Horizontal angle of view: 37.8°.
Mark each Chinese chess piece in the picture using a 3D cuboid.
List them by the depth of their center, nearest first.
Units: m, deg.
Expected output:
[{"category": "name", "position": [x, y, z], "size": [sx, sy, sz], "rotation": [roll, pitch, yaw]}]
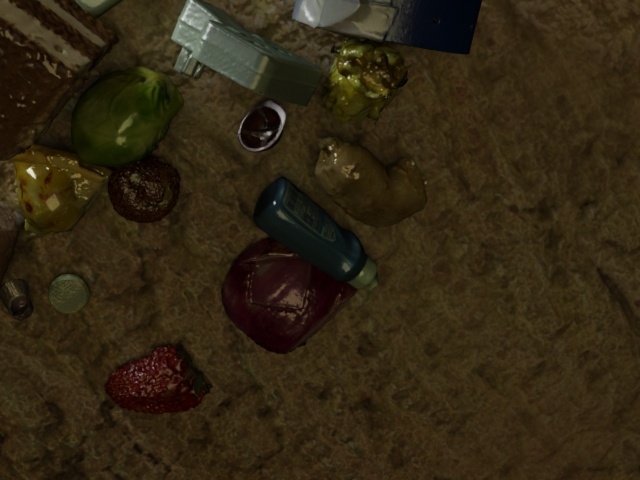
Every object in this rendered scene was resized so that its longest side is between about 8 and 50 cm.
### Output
[{"category": "Chinese chess piece", "position": [-0.516, 0.109, 1.919], "size": [0.084, 0.034, 0.084], "rotation": [-3, 108, -9]}]

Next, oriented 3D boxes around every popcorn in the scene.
[{"category": "popcorn", "position": [0.074, -0.305, 1.777], "size": [0.168, 0.195, 0.173], "rotation": [-43, 100, 5]}]

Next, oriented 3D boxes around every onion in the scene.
[{"category": "onion", "position": [-0.073, 0.121, 1.940], "size": [0.250, 0.111, 0.247], "rotation": [-45, 109, 9]}]

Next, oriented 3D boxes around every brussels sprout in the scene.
[{"category": "brussels sprout", "position": [-0.365, -0.228, 1.744], "size": [0.223, 0.223, 0.161], "rotation": [-42, 114, 7]}]

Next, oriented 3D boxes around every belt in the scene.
[{"category": "belt", "position": [0.126, -0.427, 1.736], "size": [0.347, 0.212, 0.117], "rotation": [8, 108, -14]}]

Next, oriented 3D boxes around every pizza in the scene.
[{"category": "pizza", "position": [-0.504, -0.089, 1.810], "size": [0.204, 0.080, 0.188], "rotation": [4, 111, 9]}]

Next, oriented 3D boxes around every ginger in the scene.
[{"category": "ginger", "position": [0.089, -0.116, 1.872], "size": [0.267, 0.138, 0.152], "rotation": [22, 89, -26]}]

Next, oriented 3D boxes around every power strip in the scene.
[{"category": "power strip", "position": [-0.159, -0.329, 1.733], "size": [0.261, 0.229, 0.141], "rotation": [32, 104, 19]}]

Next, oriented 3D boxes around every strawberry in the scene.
[{"category": "strawberry", "position": [-0.346, 0.321, 1.979], "size": [0.208, 0.087, 0.167], "rotation": [-30, 110, 4]}]

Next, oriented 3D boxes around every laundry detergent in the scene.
[{"category": "laundry detergent", "position": [0.000, 0.000, 1.891], "size": [0.290, 0.143, 0.094], "rotation": [39, 113, -18]}]

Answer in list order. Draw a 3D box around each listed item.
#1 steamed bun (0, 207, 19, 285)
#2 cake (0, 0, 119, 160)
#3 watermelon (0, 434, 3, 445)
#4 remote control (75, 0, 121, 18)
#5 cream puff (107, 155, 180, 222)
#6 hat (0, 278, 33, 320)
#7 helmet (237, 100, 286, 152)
[{"category": "steamed bun", "position": [-0.746, 0.010, 1.772], "size": [0.301, 0.199, 0.251], "rotation": [22, 103, -12]}, {"category": "cake", "position": [-0.544, -0.312, 1.629], "size": [0.282, 0.290, 0.256], "rotation": [36, 116, -18]}, {"category": "watermelon", "position": [-0.758, 0.385, 1.973], "size": [0.098, 0.121, 0.158], "rotation": [-29, 154, 18]}, {"category": "remote control", "position": [-0.405, -0.477, 1.745], "size": [0.310, 0.038, 0.090], "rotation": [-34, 109, 5]}, {"category": "cream puff", "position": [-0.348, -0.101, 1.847], "size": [0.149, 0.084, 0.148], "rotation": [-3, 110, -7]}, {"category": "hat", "position": [-0.616, 0.123, 1.913], "size": [0.058, 0.042, 0.087], "rotation": [-26, 75, -6]}, {"category": "helmet", "position": [-0.105, -0.217, 1.853], "size": [0.089, 0.057, 0.111], "rotation": [43, 95, 26]}]
